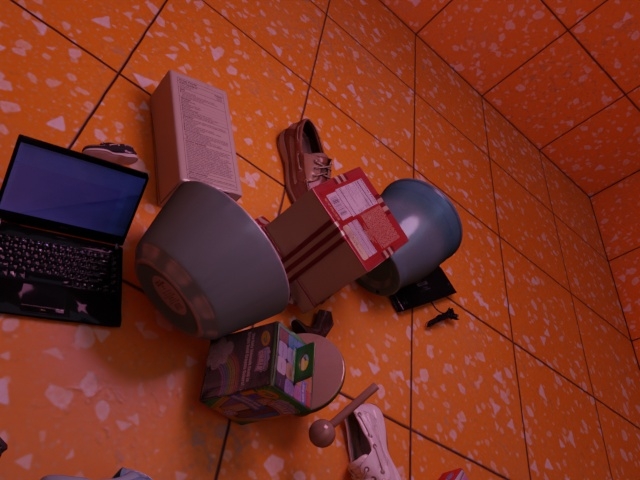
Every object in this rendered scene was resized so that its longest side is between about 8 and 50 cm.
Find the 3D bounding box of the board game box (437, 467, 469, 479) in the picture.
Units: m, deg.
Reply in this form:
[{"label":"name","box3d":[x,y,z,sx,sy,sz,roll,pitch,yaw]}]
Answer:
[{"label":"board game box","box3d":[0.294,0.705,1.248,0.316,0.064,0.242,-22,79,-51]}]

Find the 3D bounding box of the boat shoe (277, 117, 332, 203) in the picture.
[{"label":"boat shoe","box3d":[-0.027,-0.194,1.540,0.123,0.116,0.325,1,62,-45]}]

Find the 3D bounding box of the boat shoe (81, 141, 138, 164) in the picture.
[{"label":"boat shoe","box3d":[-0.440,-0.186,1.169,0.125,0.046,0.038,-4,65,-50]}]

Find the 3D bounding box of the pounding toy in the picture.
[{"label":"pounding toy","box3d":[-0.015,0.314,1.175,0.183,0.110,0.236,-38,53,-23]}]

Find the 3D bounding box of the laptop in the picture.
[{"label":"laptop","box3d":[-0.432,-0.007,0.973,0.234,0.136,0.265,16,52,-37]}]

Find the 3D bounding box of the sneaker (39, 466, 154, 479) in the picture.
[{"label":"sneaker","box3d":[-0.256,0.412,0.854,0.365,0.135,0.150,31,21,-42]}]

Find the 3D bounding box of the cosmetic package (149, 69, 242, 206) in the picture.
[{"label":"cosmetic package","box3d":[-0.291,-0.220,1.295,0.160,0.113,0.310,13,53,-40]}]

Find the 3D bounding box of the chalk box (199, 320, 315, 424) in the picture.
[{"label":"chalk box","box3d":[-0.094,0.246,1.048,0.132,0.212,0.133,48,34,-42]}]

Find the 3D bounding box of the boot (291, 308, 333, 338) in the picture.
[{"label":"boot","box3d":[-0.015,0.193,1.331,0.106,0.037,0.114,55,40,-21]}]

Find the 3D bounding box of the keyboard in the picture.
[{"label":"keyboard","box3d":[0.318,0.171,1.696,0.317,0.033,0.202,-8,62,-47]}]

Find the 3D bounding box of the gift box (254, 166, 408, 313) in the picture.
[{"label":"gift box","box3d":[0.000,0.000,1.312,0.276,0.258,0.255,-23,80,-50]}]

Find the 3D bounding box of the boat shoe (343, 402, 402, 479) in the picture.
[{"label":"boat shoe","box3d":[0.100,0.482,1.195,0.096,0.098,0.277,18,41,-36]}]

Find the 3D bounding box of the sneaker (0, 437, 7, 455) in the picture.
[{"label":"sneaker","box3d":[-0.488,0.270,0.763,0.106,0.078,0.235,1,65,-48]}]

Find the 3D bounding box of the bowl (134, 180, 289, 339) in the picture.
[{"label":"bowl","box3d":[-0.223,0.063,1.044,0.312,0.311,0.163,51,57,-4]}]

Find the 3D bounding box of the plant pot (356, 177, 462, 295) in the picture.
[{"label":"plant pot","box3d":[0.207,0.007,1.535,0.272,0.271,0.255,52,52,-2]}]
